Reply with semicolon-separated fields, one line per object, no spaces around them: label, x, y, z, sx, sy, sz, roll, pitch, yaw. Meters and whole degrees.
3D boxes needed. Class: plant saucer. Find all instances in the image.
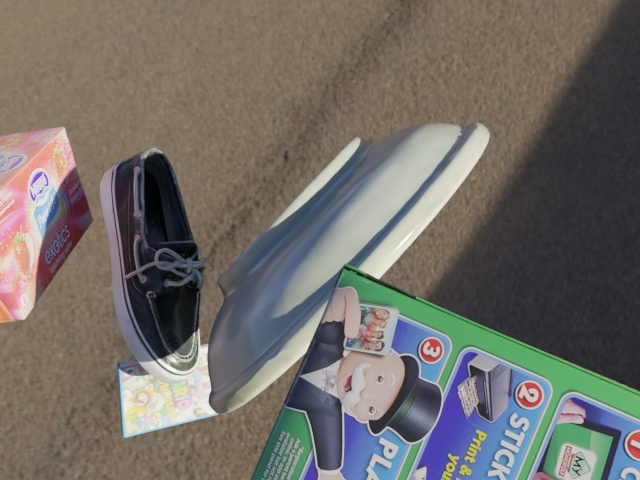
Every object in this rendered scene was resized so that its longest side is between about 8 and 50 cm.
plant saucer;0.000;0.000;0.917;0.100;0.400;0.400;44;68;-3

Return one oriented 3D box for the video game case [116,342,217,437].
video game case;-0.203;0.209;1.256;0.166;0.119;0.015;-10;26;-25

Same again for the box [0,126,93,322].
box;-0.416;-0.025;1.132;0.142;0.154;0.300;-9;23;7

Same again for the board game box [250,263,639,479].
board game box;0.041;0.195;0.392;0.214;0.046;0.317;23;88;29

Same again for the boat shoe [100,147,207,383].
boat shoe;-0.202;0.030;1.158;0.105;0.113;0.306;-22;74;41
